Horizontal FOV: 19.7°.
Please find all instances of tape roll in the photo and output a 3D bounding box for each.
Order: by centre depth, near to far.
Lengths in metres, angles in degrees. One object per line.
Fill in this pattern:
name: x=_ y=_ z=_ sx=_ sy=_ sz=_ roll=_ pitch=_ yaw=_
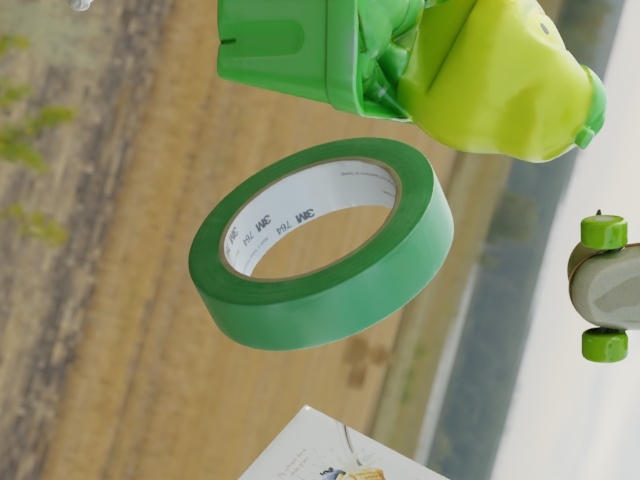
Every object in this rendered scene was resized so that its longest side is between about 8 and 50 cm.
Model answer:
tape roll: x=0.000 y=0.000 z=2.239 sx=0.321 sy=0.321 sz=0.077 roll=-69 pitch=143 yaw=-48

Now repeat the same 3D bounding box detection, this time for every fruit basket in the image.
fruit basket: x=0.114 y=-0.221 z=1.881 sx=0.392 sy=0.392 sz=0.283 roll=-11 pitch=102 yaw=-85

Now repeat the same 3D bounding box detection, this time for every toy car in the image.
toy car: x=0.336 y=0.035 z=2.046 sx=0.188 sy=0.149 sz=0.155 roll=-114 pitch=-159 yaw=-76

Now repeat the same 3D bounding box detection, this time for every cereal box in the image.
cereal box: x=0.044 y=0.241 z=1.449 sx=0.173 sy=0.240 sz=0.047 roll=-45 pitch=155 yaw=-47

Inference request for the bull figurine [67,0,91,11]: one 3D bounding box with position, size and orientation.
bull figurine: x=-0.321 y=-0.453 z=2.403 sx=0.188 sy=0.101 sz=0.310 roll=-8 pitch=123 yaw=-52
